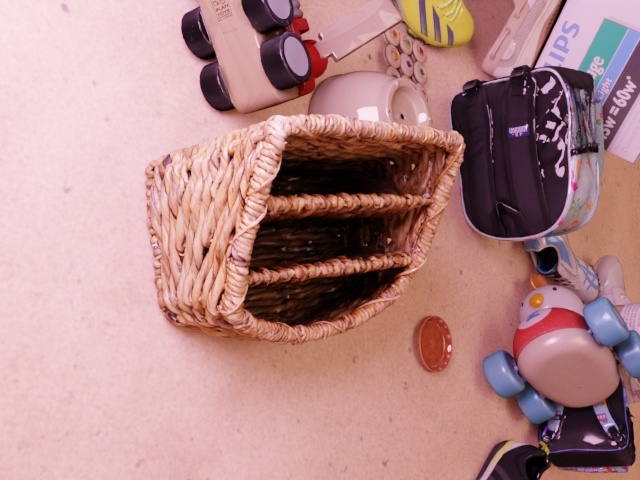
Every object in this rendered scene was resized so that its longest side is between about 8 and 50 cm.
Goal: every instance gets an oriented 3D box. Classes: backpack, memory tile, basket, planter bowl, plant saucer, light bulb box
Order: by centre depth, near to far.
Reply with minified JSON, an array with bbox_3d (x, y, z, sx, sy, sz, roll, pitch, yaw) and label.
[{"bbox_3d":[0.000,0.000,0.741,0.299,0.223,0.214,-2,85,-47],"label":"basket"},{"bbox_3d":[0.078,-0.153,0.930,0.162,0.109,0.162,9,77,-45],"label":"planter bowl"},{"bbox_3d":[0.167,0.153,1.037,0.083,0.013,0.084,9,77,-45],"label":"plant saucer"},{"bbox_3d":[0.131,-0.248,1.059,0.113,0.012,0.148,15,69,-48],"label":"memory tile"},{"bbox_3d":[0.329,-0.126,1.105,0.191,0.225,0.254,-1,87,-41],"label":"backpack"},{"bbox_3d":[0.464,0.303,1.227,0.117,0.158,0.173,50,39,-38],"label":"backpack"},{"bbox_3d":[0.559,-0.374,1.229,0.361,0.225,0.358,-37,152,-53],"label":"light bulb box"}]

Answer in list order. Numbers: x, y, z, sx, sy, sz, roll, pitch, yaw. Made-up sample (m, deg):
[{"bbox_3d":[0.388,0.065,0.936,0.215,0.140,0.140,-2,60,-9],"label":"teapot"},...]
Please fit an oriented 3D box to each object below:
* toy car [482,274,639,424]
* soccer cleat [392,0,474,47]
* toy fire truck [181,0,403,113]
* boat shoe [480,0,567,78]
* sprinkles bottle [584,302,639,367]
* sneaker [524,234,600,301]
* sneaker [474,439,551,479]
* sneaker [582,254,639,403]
[{"bbox_3d":[0.388,0.141,1.176,0.210,0.219,0.238,39,28,-34],"label":"toy car"},{"bbox_3d":[0.159,-0.382,1.045,0.289,0.121,0.094,29,63,-40],"label":"soccer cleat"},{"bbox_3d":[-0.032,-0.280,0.826,0.246,0.158,0.217,-32,106,-56],"label":"toy fire truck"},{"bbox_3d":[0.360,-0.407,1.166,0.109,0.098,0.302,-36,150,-53],"label":"boat shoe"},{"bbox_3d":[0.589,0.166,1.225,0.121,0.355,0.121,9,77,-44],"label":"sprinkles bottle"},{"bbox_3d":[0.442,0.049,1.300,0.237,0.085,0.086,44,71,-33],"label":"sneaker"},{"bbox_3d":[0.282,0.390,1.054,0.084,0.097,0.235,56,49,-23],"label":"sneaker"},{"bbox_3d":[0.603,0.175,1.387,0.114,0.152,0.305,22,66,-41],"label":"sneaker"}]
